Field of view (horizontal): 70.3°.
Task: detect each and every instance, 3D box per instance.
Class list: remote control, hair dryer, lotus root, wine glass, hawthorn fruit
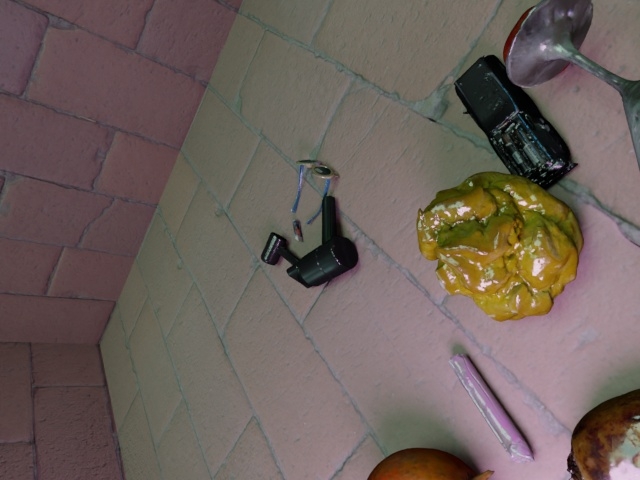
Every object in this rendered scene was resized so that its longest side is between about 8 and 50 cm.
[{"bbox_3d":[0.445,-0.290,1.094,0.144,0.062,0.399,-44,51,33],"label":"remote control"},{"bbox_3d":[-0.121,0.073,1.663,0.248,0.070,0.114,36,106,39],"label":"hair dryer"},{"bbox_3d":[0.000,0.000,1.517,0.244,0.116,0.303,-30,47,41],"label":"hair dryer"},{"bbox_3d":[0.539,0.341,0.752,0.314,0.141,0.170,-49,52,26],"label":"lotus root"},{"bbox_3d":[0.543,-0.279,0.821,0.267,0.267,0.406,-53,45,25],"label":"wine glass"},{"bbox_3d":[0.243,0.567,0.954,0.298,0.277,0.277,-38,51,12],"label":"hawthorn fruit"}]

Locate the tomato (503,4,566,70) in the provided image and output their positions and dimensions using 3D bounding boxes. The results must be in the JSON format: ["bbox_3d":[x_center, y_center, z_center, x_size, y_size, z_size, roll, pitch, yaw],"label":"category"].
[{"bbox_3d":[0.508,-0.469,1.054,0.167,0.082,0.174,-58,44,18],"label":"tomato"}]

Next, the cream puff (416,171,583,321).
[{"bbox_3d":[0.353,0.010,0.959,0.291,0.257,0.325,-34,62,49],"label":"cream puff"}]

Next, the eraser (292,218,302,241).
[{"bbox_3d":[-0.084,-0.039,1.664,0.019,0.027,0.100,-32,56,38],"label":"eraser"}]

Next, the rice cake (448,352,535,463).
[{"bbox_3d":[0.371,0.365,1.008,0.049,0.055,0.270,-49,45,23],"label":"rice cake"}]

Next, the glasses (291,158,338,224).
[{"bbox_3d":[-0.052,-0.181,1.619,0.189,0.088,0.221,39,110,46],"label":"glasses"}]
